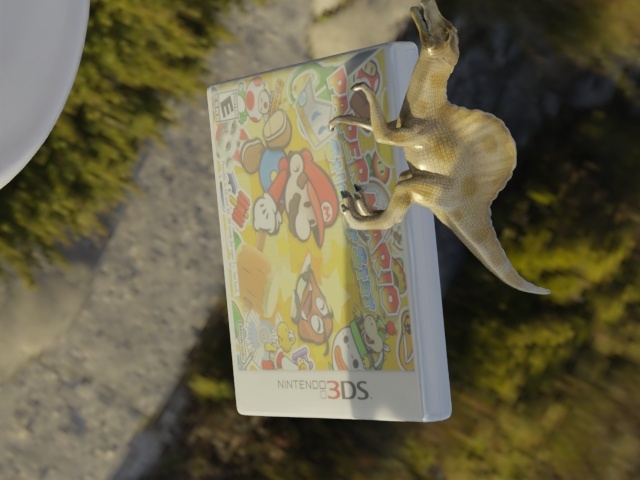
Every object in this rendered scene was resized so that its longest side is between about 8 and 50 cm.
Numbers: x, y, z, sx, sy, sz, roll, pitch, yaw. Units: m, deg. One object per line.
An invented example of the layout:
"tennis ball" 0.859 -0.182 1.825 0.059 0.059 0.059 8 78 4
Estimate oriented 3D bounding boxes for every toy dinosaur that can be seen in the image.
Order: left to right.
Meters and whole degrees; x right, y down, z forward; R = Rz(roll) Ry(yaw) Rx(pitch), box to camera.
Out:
"toy dinosaur" 0.060 -0.030 0.933 0.053 0.093 0.183 -77 150 -62

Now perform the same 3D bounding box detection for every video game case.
"video game case" 0.000 0.000 1.141 0.026 0.206 0.227 -5 89 -36

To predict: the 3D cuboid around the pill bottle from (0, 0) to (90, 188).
"pill bottle" -0.215 -0.080 0.556 0.153 0.265 0.153 -3 94 -55
